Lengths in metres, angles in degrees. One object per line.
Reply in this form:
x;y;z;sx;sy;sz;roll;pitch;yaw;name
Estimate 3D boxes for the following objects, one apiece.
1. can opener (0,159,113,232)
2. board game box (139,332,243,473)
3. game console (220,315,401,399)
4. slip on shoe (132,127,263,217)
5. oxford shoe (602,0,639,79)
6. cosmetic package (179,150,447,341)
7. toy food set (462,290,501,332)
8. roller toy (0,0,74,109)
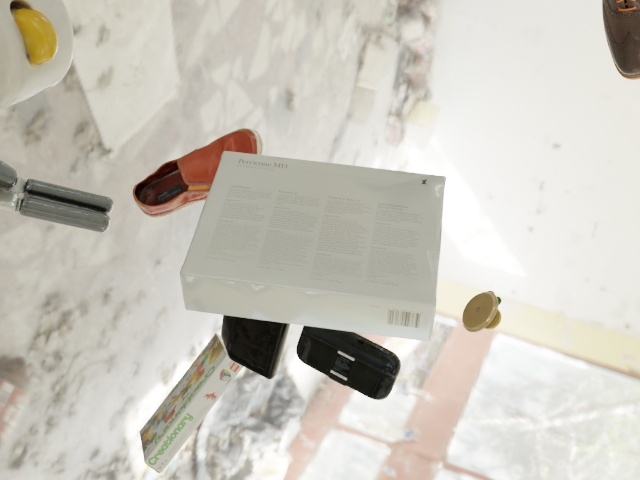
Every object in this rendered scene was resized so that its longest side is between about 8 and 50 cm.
-0.514;-0.080;1.582;0.093;0.280;0.074;-39;-139;55;can opener
-0.304;0.371;2.030;0.305;0.053;0.193;-53;-162;-3;board game box
-0.025;0.197;1.652;0.044;0.361;0.213;-39;150;-56;game console
-0.277;-0.151;1.969;0.123;0.331;0.101;67;11;13;slip on shoe
0.483;-0.392;1.391;0.098;0.096;0.272;-10;96;-53;oxford shoe
0.000;0.000;1.374;0.097;0.377;0.285;91;9;-48;cosmetic package
0.284;0.125;1.538;0.020;0.083;0.083;34;47;-28;toy food set
-0.454;-0.279;1.209;0.191;0.209;0.146;-54;175;37;roller toy
